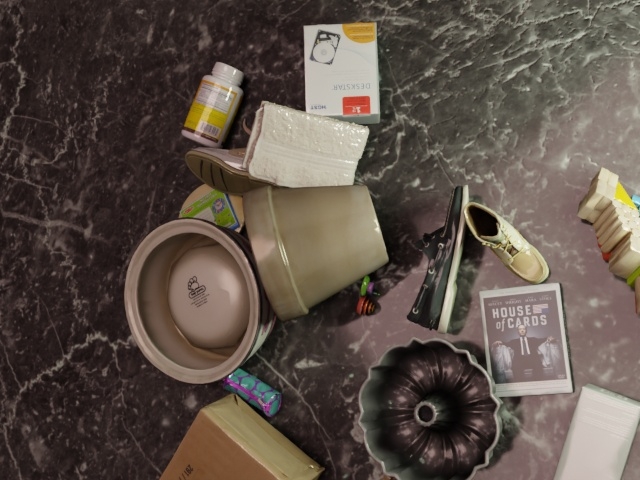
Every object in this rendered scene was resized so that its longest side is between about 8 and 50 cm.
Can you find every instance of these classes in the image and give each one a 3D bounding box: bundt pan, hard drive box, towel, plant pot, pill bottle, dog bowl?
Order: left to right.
[{"bbox_3d":[-0.284,0.144,1.978,0.408,0.150,0.407,2,95,28],"label":"dog bowl"},{"bbox_3d":[-0.277,-0.355,2.097,0.117,0.117,0.214,23,92,25],"label":"pill bottle"},{"bbox_3d":[-0.036,-0.215,1.895,0.282,0.049,0.187,11,113,-16],"label":"towel"},{"bbox_3d":[0.000,0.000,1.850,0.281,0.323,0.323,-16,76,3],"label":"plant pot"},{"bbox_3d":[0.053,-0.405,1.947,0.181,0.089,0.232,-3,82,3],"label":"hard drive box"},{"bbox_3d":[0.253,0.378,1.746,0.331,0.124,0.330,-5,80,30],"label":"bundt pan"}]

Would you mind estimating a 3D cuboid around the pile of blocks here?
[{"bbox_3d":[0.652,0.021,1.651,0.112,0.149,0.362,114,147,-51],"label":"pile of blocks"}]

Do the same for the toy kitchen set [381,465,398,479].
[{"bbox_3d":[0.186,0.546,1.797,0.075,0.083,0.068,39,57,23],"label":"toy kitchen set"}]

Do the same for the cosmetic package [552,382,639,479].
[{"bbox_3d":[0.565,0.428,1.628,0.127,0.107,0.237,19,93,25],"label":"cosmetic package"}]

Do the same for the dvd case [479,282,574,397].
[{"bbox_3d":[0.450,0.220,1.745,0.179,0.030,0.238,-9,80,22],"label":"dvd case"}]

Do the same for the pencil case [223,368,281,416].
[{"bbox_3d":[-0.169,0.373,1.972,0.152,0.070,0.064,26,98,26],"label":"pencil case"}]

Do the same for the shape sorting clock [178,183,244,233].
[{"bbox_3d":[-0.288,-0.058,2.101,0.206,0.040,0.206,-5,76,23],"label":"shape sorting clock"}]

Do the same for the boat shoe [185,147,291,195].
[{"bbox_3d":[-0.200,-0.181,2.046,0.302,0.113,0.103,21,53,16],"label":"boat shoe"}]

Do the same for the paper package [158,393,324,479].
[{"bbox_3d":[-0.209,0.585,1.882,0.309,0.168,0.324,36,106,23],"label":"paper package"}]

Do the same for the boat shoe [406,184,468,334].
[{"bbox_3d":[0.263,0.036,1.801,0.113,0.127,0.339,10,96,13],"label":"boat shoe"}]

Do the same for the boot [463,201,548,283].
[{"bbox_3d":[0.399,0.006,1.723,0.077,0.165,0.213,-44,70,12],"label":"boot"}]

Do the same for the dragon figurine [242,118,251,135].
[{"bbox_3d":[-0.073,-0.249,2.009,0.289,0.144,0.085,12,89,44],"label":"dragon figurine"}]

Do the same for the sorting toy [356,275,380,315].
[{"bbox_3d":[0.117,0.132,1.888,0.042,0.061,0.101,15,116,11],"label":"sorting toy"}]
